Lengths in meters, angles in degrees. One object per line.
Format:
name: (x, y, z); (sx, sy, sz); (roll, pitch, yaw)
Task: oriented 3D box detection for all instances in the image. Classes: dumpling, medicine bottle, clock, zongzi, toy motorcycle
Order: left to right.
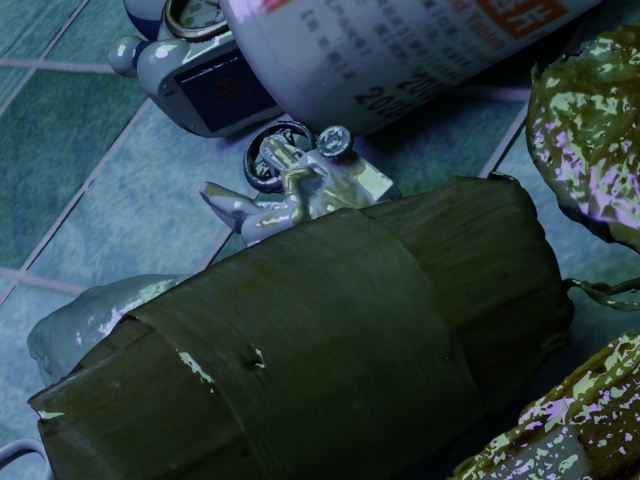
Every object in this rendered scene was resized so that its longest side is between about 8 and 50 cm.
dumpling: (-0.157, 0.097, 1.522); (0.217, 0.105, 0.149); (-10, 45, 41)
clock: (-0.102, -0.208, 1.780); (0.199, 0.146, 0.243); (-28, 40, 13)
toy motorcycle: (0.000, 0.000, 1.470); (0.229, 0.074, 0.151); (34, 80, 32)
zongzi: (0.021, 0.079, 1.353); (0.447, 0.181, 0.418); (-25, -4, -13)
medicine bottle: (0.116, -0.246, 1.526); (0.371, 0.211, 0.211); (-28, 36, 22)

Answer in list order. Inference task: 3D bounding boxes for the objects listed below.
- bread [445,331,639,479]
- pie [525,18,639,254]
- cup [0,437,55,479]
bread: (0.174, 0.156, 1.114); (0.222, 0.096, 0.181); (-37, 32, 12)
pie: (0.315, -0.098, 1.207); (0.371, 0.078, 0.296); (-25, 40, 0)
cup: (-0.257, 0.221, 1.508); (0.136, 0.099, 0.133); (-22, 26, -22)
